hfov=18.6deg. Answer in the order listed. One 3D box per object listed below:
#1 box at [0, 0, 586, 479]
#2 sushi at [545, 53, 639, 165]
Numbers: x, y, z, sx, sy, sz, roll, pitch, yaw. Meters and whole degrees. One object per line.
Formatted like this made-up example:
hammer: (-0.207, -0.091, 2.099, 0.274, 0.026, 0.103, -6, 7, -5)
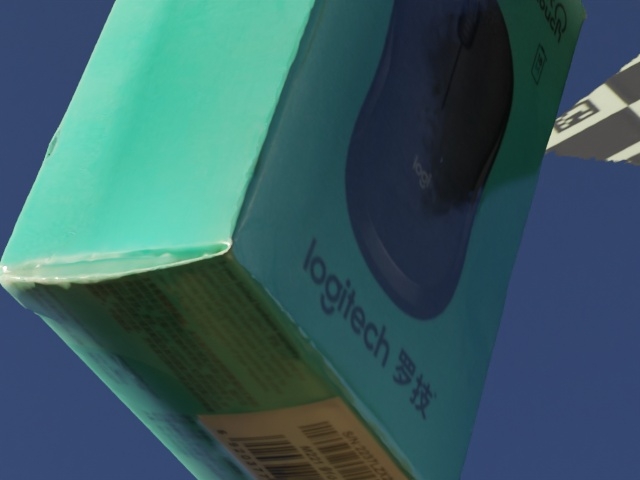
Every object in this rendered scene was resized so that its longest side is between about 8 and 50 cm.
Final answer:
box: (0.005, -0.052, 0.865, 0.118, 0.311, 0.205, -4, -40, 30)
sushi: (0.275, -0.139, 1.103, 0.292, 0.294, 0.059, -39, -67, -23)
